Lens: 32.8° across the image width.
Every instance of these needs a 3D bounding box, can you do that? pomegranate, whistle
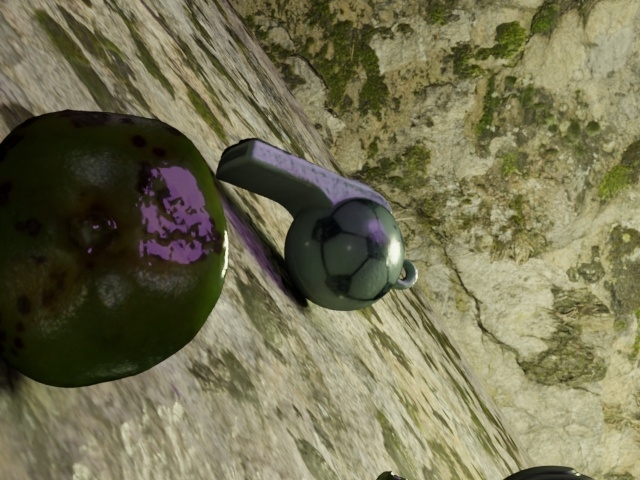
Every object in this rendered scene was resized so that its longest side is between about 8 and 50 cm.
[{"bbox_3d":[-0.132,0.005,0.567,0.169,0.122,0.143,1,-80,57],"label":"pomegranate"},{"bbox_3d":[0.000,0.000,1.341,0.289,0.163,0.163,22,23,-24],"label":"whistle"}]

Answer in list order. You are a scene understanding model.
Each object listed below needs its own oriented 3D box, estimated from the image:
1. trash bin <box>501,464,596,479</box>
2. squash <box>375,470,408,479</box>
[{"bbox_3d":[0.269,0.374,1.224,0.236,0.176,0.101,60,1,10],"label":"trash bin"},{"bbox_3d":[0.157,0.336,0.947,0.370,0.118,0.118,50,9,-9],"label":"squash"}]
